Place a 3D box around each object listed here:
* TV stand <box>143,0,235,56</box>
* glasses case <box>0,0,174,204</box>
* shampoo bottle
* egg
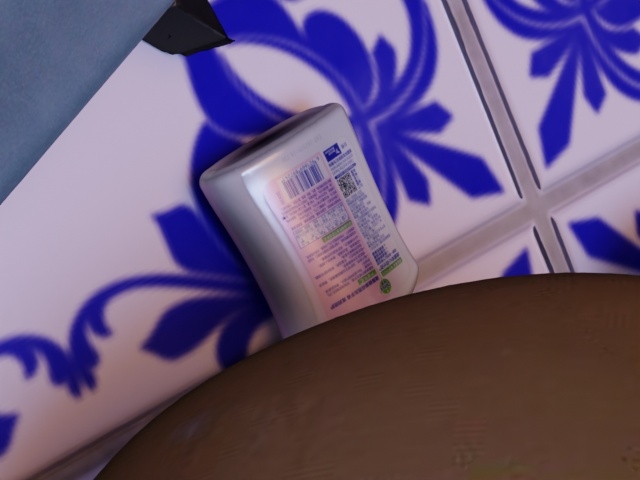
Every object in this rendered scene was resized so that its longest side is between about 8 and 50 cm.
[{"bbox_3d":[-0.021,-0.200,0.841,0.040,0.049,0.256,29,69,-30],"label":"TV stand"},{"bbox_3d":[-0.144,-0.021,0.704,0.056,0.105,0.266,41,64,-9],"label":"glasses case"},{"bbox_3d":[0.000,0.000,0.835,0.072,0.043,0.099,-34,104,-31],"label":"shampoo bottle"},{"bbox_3d":[0.073,0.162,0.683,0.301,0.373,0.301,-7,90,-78],"label":"egg"}]
